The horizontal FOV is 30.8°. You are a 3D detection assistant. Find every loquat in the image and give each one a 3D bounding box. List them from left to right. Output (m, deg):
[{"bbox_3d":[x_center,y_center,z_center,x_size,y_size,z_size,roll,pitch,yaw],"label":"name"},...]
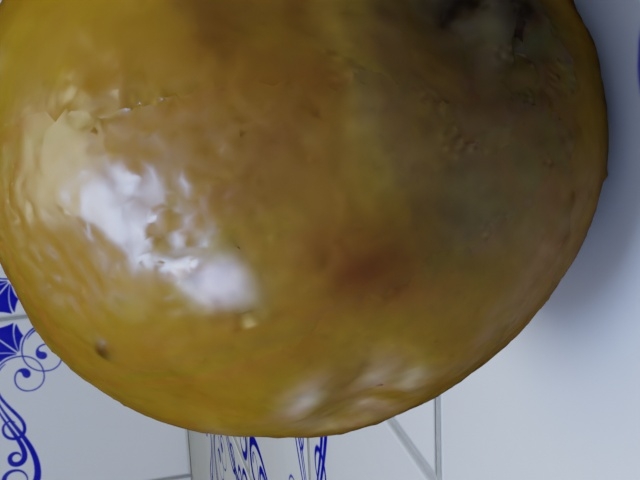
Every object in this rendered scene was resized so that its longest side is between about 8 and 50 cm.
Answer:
[{"bbox_3d":[-0.018,-0.054,0.617,0.328,0.328,0.328,174,90,-77],"label":"loquat"}]
